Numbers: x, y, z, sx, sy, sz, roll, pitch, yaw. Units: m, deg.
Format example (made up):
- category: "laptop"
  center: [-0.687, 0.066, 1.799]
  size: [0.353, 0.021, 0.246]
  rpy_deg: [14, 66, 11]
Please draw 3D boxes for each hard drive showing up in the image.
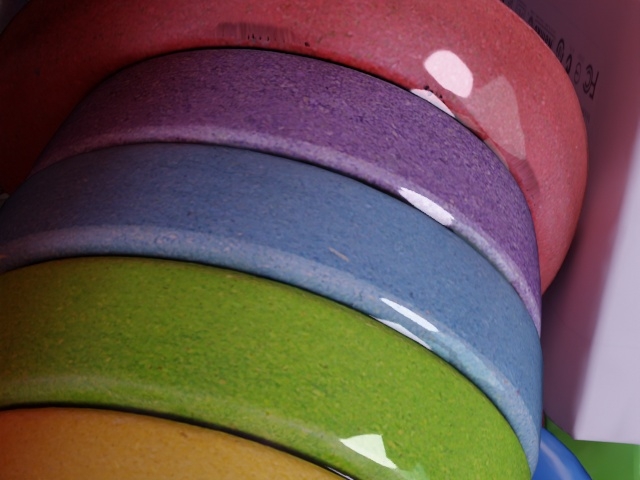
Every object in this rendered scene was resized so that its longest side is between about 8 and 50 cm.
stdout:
- category: "hard drive"
  center: [0.098, -0.125, 0.616]
  size: [0.210, 0.040, 0.318]
  rpy_deg: [-113, -149, -68]

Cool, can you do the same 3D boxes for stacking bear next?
- category: "stacking bear"
  center: [-0.033, 0.081, 0.473]
  size: [0.164, 0.175, 0.289]
  rpy_deg: [130, -22, -57]

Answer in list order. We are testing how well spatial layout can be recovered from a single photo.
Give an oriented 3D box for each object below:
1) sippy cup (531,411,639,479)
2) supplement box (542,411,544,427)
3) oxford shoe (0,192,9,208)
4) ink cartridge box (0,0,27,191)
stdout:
- category: "sippy cup"
  center: [0.040, 0.168, 0.709]
  size: [0.224, 0.240, 0.305]
  rpy_deg: [62, 10, -53]
- category: "supplement box"
  center: [0.080, 0.047, 1.040]
  size: [0.194, 0.191, 0.129]
  rpy_deg: [-55, 165, -30]
- category: "oxford shoe"
  center: [-0.080, 0.030, 0.716]
  size: [0.449, 0.130, 0.169]
  rpy_deg: [-22, 163, -51]
- category: "ink cartridge box"
  center: [-0.104, -0.089, 0.628]
  size: [0.179, 0.045, 0.145]
  rpy_deg: [143, -28, -86]
